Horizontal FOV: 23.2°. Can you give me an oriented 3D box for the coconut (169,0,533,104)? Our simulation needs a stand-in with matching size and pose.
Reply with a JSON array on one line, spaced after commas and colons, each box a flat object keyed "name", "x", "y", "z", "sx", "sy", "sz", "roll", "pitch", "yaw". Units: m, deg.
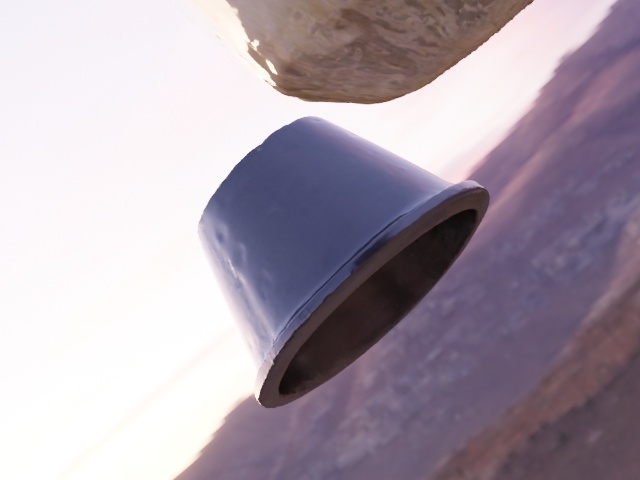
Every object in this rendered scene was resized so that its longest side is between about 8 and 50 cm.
[{"name": "coconut", "x": -0.003, "y": -0.244, "z": 0.944, "sx": 0.329, "sy": 0.329, "sz": 0.329, "roll": -40, "pitch": -6, "yaw": -5}]

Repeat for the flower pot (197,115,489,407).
[{"name": "flower pot", "x": 0.000, "y": 0.000, "z": 1.365, "sx": 0.269, "sy": 0.166, "sz": 0.269, "roll": -40, "pitch": -13, "yaw": -11}]
